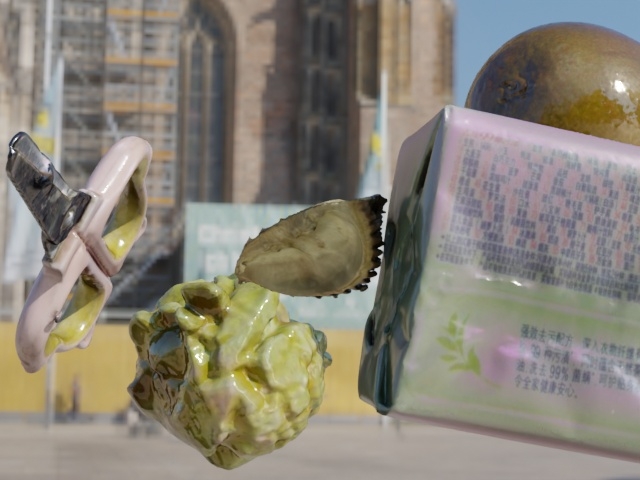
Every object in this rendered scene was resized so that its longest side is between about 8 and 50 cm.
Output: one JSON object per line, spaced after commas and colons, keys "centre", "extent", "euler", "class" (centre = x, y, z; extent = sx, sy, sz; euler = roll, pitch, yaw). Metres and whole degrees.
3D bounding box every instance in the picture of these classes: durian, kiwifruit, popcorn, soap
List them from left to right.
{"centre": [-0.085, 0.111, 1.279], "extent": [0.187, 0.167, 0.185], "euler": [41, -16, -1], "class": "popcorn"}
{"centre": [0.000, 0.009, 0.870], "extent": [0.066, 0.052, 0.130], "euler": [2, -25, -42], "class": "durian"}
{"centre": [0.135, 0.031, 0.835], "extent": [0.199, 0.182, 0.138], "euler": [11, -5, -4], "class": "soap"}
{"centre": [0.244, -0.090, 1.240], "extent": [0.234, 0.196, 0.196], "euler": [17, -16, -42], "class": "kiwifruit"}

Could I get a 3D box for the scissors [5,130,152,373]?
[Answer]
{"centre": [-0.141, -0.005, 0.783], "extent": [0.024, 0.160, 0.317], "euler": [25, -11, 5], "class": "scissors"}
